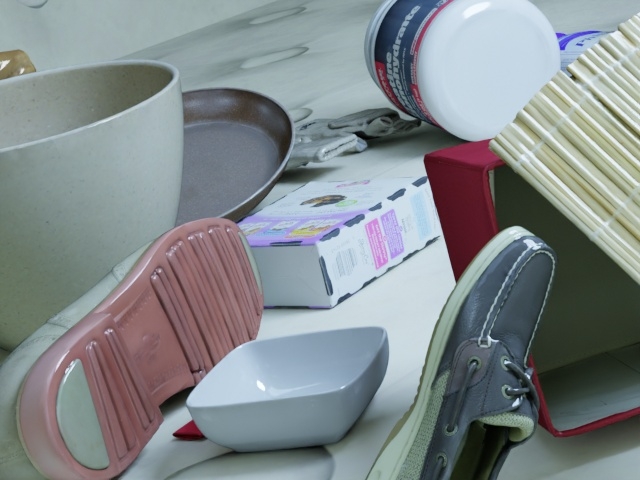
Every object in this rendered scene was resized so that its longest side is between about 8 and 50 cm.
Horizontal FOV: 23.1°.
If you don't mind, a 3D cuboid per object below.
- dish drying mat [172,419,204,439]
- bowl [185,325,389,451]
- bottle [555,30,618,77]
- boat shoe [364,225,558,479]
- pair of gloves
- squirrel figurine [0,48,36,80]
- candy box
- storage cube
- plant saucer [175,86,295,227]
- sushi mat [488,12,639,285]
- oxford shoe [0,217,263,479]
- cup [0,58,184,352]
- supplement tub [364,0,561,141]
[{"bbox_3d":[-0.082,0.141,1.268,0.032,0.008,0.083,-3,20,39],"label":"dish drying mat"},{"bbox_3d":[-0.018,0.117,1.205,0.142,0.053,0.142,-10,16,21],"label":"bowl"},{"bbox_3d":[0.353,-0.225,2.027,0.118,0.092,0.283,-17,14,-29],"label":"bottle"},{"bbox_3d":[0.098,0.101,0.947,0.073,0.224,0.080,21,-9,39],"label":"boat shoe"},{"bbox_3d":[0.000,-0.127,2.109,0.204,0.042,0.240,-7,15,39],"label":"pair of gloves"},{"bbox_3d":[-0.526,-0.028,1.823,0.397,0.281,0.370,-21,10,-32],"label":"squirrel figurine"},{"bbox_3d":[0.000,0.000,1.584,0.164,0.070,0.196,-2,20,41],"label":"candy box"},{"bbox_3d":[0.197,0.009,1.106,0.183,0.215,0.193,-17,8,-6],"label":"storage cube"},{"bbox_3d":[-0.176,-0.083,1.938,0.310,0.050,0.311,-11,36,8],"label":"plant saucer"},{"bbox_3d":[0.261,-0.004,0.954,0.151,0.316,0.019,-39,-21,-14],"label":"sushi mat"},{"bbox_3d":[-0.174,0.084,1.324,0.146,0.140,0.397,-15,11,28],"label":"oxford shoe"},{"bbox_3d":[-0.280,-0.024,1.590,0.331,0.237,0.331,-10,18,4],"label":"cup"},{"bbox_3d":[0.177,-0.240,2.042,0.191,0.191,0.272,-18,17,-13],"label":"supplement tub"}]
